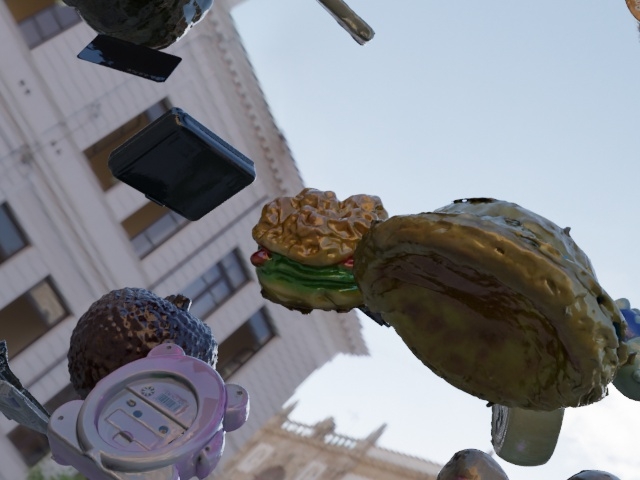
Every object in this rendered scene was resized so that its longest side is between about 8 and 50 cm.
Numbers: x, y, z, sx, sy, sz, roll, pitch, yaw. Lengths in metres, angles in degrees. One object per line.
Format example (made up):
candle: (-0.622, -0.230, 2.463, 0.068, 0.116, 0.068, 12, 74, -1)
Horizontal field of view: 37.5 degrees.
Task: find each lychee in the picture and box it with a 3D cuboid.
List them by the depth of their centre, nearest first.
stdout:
lychee: (-0.318, 0.203, 1.678, 0.260, 0.260, 0.261, 31, -36, 26)

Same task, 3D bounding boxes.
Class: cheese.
cheese: (-0.062, -0.458, 1.510, 0.400, 0.034, 0.085, 43, 5, -2)

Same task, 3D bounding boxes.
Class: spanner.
spanner: (-0.547, 0.285, 1.720, 0.026, 0.093, 0.325, -11, -57, 30)

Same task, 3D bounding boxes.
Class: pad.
pad: (-0.326, -0.314, 1.616, 0.157, 0.112, 0.003, 17, -54, 1)

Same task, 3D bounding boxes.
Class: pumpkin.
pumpkin: (-0.342, -0.524, 1.809, 0.256, 0.303, 0.225, 4, -16, 26)

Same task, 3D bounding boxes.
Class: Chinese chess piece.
Chinese chess piece: (0.396, 0.307, 1.808, 0.101, 0.250, 0.250, 8, -40, 2)

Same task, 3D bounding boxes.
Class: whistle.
whistle: (0.428, 0.143, 1.341, 0.110, 0.092, 0.244, 33, 22, -37)

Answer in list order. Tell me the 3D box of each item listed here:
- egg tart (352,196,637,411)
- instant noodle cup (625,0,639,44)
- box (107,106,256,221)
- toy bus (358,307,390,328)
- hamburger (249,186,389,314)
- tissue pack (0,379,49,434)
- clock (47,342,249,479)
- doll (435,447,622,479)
egg tart: (0.226, 0.071, 1.227, 0.387, 0.169, 0.388, 24, -29, 14)
instant noodle cup: (0.507, -0.291, 1.292, 0.168, 0.168, 0.185, 29, -13, 29)
box: (-0.223, -0.122, 1.562, 0.230, 0.160, 0.050, 34, 27, -54)
toy bus: (0.173, 0.128, 2.126, 0.091, 0.103, 0.182, 38, -26, -16)
hamburger: (0.000, 0.000, 1.432, 0.237, 0.237, 0.149, 20, -57, 38)
tissue pack: (-0.510, 0.272, 1.563, 0.193, 0.026, 0.123, 4, -44, 48)
clock: (-0.242, 0.267, 1.369, 0.227, 0.248, 0.090, 28, -45, 25)
doll: (0.155, 0.256, 0.570, 0.256, 0.152, 0.196, 61, 6, -6)
